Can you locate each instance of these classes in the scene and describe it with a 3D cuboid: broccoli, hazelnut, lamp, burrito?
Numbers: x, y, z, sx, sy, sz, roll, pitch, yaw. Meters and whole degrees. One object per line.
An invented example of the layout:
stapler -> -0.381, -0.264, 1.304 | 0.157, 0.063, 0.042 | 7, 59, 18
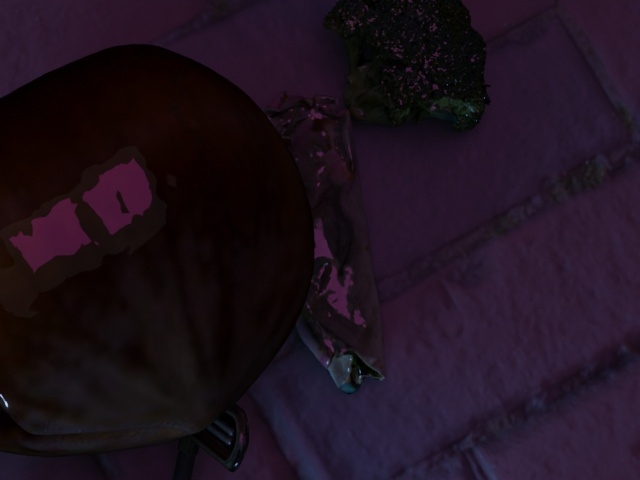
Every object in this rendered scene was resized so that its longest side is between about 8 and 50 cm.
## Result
broccoli -> 0.094, -0.190, 1.901 | 0.195, 0.156, 0.195 | 23, 36, -17
hazelnut -> -0.203, 0.013, 1.679 | 0.409, 0.359, 0.359 | -38, 82, -17
lamp -> -0.180, 0.250, 1.715 | 0.283, 0.203, 0.124 | -33, 100, -18
burrito -> 0.003, 0.000, 1.871 | 0.096, 0.066, 0.309 | -8, 78, -9
